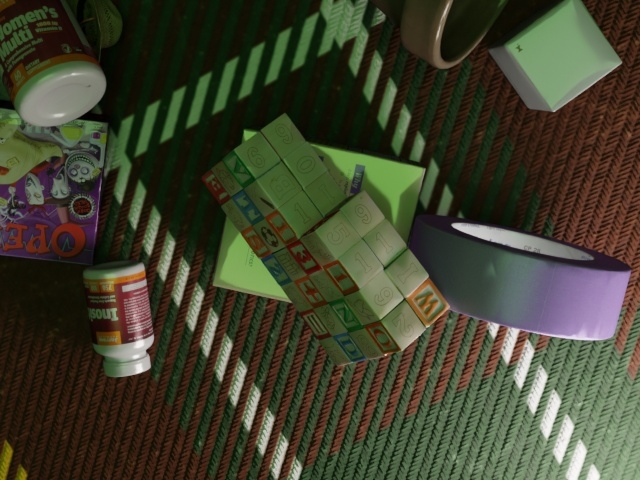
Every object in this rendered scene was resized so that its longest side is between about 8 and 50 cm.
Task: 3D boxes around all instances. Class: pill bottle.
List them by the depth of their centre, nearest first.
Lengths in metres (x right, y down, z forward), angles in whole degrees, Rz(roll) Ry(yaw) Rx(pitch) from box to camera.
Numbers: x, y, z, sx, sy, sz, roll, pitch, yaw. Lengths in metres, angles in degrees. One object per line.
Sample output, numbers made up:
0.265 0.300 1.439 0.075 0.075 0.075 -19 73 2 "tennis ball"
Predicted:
-0.373 -0.267 1.331 0.121 0.121 0.221 -31 72 6 "pill bottle"
-0.278 0.108 1.432 0.086 0.086 0.152 -6 98 3 "pill bottle"

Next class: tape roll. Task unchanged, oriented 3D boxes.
0.245 0.042 1.305 0.275 0.275 0.090 13 99 0 "tape roll"

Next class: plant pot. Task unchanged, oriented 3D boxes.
0.123 -0.380 1.282 0.229 0.263 0.263 34 99 16 "plant pot"

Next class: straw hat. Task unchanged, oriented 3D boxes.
-0.301 -0.291 1.382 0.061 0.144 0.144 -16 100 -35 "straw hat"

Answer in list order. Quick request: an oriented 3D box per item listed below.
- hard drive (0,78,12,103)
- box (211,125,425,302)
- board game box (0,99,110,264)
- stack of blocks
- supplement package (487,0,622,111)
-0.515 -0.249 1.404 0.172 0.054 0.254 -44 95 8 "hard drive"
-0.002 -0.025 1.386 0.243 0.117 0.213 12 99 1 "box"
-0.469 -0.088 1.387 0.347 0.056 0.208 7 111 -9 "board game box"
0.000 0.000 1.234 0.087 0.171 0.297 -39 95 -28 "stack of blocks"
0.292 -0.235 1.309 0.105 0.179 0.105 -35 96 7 "supplement package"
